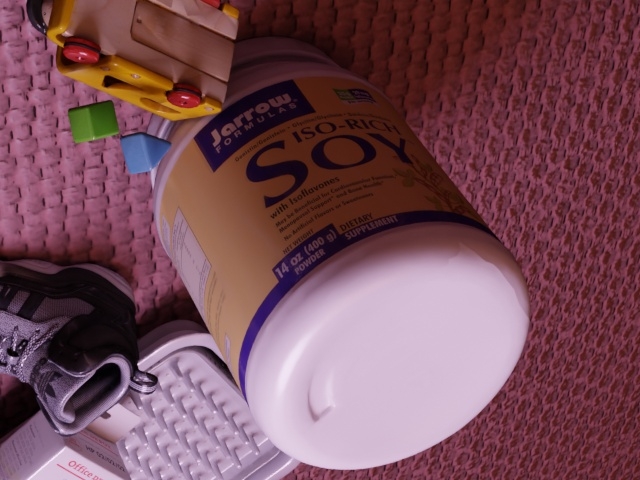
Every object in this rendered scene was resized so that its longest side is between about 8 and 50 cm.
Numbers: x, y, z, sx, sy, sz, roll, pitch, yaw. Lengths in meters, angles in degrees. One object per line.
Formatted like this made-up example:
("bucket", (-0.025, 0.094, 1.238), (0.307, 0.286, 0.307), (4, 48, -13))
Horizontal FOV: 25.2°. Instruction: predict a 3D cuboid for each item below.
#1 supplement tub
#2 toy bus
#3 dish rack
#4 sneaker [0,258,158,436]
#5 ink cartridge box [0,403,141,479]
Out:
("supplement tub", (0.000, 0.000, 1.202), (0.241, 0.331, 0.241), (-17, 135, -17))
("toy bus", (-0.164, -0.166, 1.127), (0.191, 0.104, 0.202), (-37, 111, -39))
("dish rack", (-0.199, 0.227, 1.480), (0.333, 0.072, 0.285), (-35, 136, 2))
("sneaker", (-0.271, 0.092, 1.256), (0.268, 0.153, 0.101), (1, 127, -31))
("ink cartridge box", (-0.254, 0.226, 1.352), (0.181, 0.061, 0.104), (-41, 136, 7))
